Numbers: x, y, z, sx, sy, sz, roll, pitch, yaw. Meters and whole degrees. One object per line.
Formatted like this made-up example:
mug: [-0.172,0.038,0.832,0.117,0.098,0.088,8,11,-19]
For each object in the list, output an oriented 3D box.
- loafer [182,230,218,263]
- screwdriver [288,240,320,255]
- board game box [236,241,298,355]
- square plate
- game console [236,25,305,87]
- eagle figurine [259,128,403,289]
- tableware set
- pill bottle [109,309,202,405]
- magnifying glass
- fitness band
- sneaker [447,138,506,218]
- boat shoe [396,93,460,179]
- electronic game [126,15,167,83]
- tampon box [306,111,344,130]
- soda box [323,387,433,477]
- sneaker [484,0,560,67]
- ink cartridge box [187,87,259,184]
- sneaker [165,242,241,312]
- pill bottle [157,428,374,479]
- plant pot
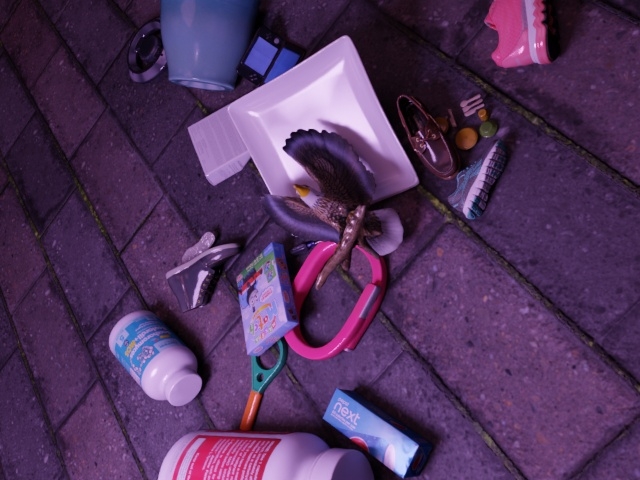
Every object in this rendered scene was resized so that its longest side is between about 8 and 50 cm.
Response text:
loafer: [-0.315,0.022,1.657,0.125,0.039,0.045,-43,89,21]
screwdriver: [0.000,0.000,1.450,0.169,0.024,0.025,-24,34,21]
board game box: [-0.126,0.135,1.443,0.160,0.039,0.212,-43,47,35]
square plate: [0.003,-0.220,1.401,0.343,0.049,0.347,-23,99,29]
game console: [-0.132,-0.473,1.648,0.144,0.124,0.085,-59,26,5]
eagle figurine: [0.012,-0.078,1.304,0.226,0.225,0.298,-27,37,-9]
tableware set: [0.288,-0.229,1.313,0.154,0.024,0.104,-27,65,25]
pill bottle: [-0.406,0.297,1.563,0.264,0.146,0.146,33,96,37]
magnifying glass: [-0.138,0.325,1.443,0.092,0.026,0.231,14,82,37]
fitness band: [0.028,0.123,1.372,0.209,0.054,0.291,34,96,40]
sneaker: [0.307,-0.129,1.244,0.076,0.065,0.167,29,92,41]
boat shoe: [0.217,-0.217,1.299,0.073,0.073,0.207,-38,62,19]
electronic game: [-0.539,-0.609,1.997,0.229,0.048,0.230,-11,71,33]
tampon box: [0.023,-0.327,1.479,0.120,0.101,0.161,-22,65,29]
soda box: [0.109,0.373,1.224,0.210,0.067,0.071,27,92,38]
sneaker: [0.392,-0.492,1.260,0.136,0.116,0.314,-9,71,35]
ink cartridge box: [-0.228,-0.282,1.689,0.232,0.066,0.189,-27,60,2]
sneaker: [-0.280,0.094,1.592,0.222,0.083,0.118,-28,80,18]
pill bottle: [-0.108,0.495,1.238,0.407,0.229,0.229,-10,70,33]
plant pot: [-0.311,-0.545,1.695,0.271,0.271,0.256,11,96,37]
